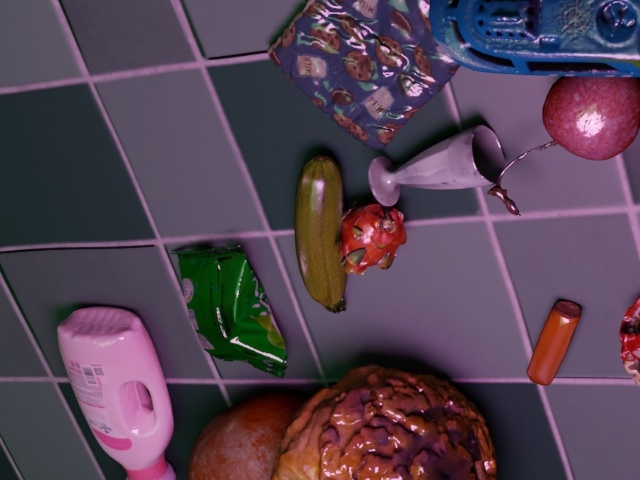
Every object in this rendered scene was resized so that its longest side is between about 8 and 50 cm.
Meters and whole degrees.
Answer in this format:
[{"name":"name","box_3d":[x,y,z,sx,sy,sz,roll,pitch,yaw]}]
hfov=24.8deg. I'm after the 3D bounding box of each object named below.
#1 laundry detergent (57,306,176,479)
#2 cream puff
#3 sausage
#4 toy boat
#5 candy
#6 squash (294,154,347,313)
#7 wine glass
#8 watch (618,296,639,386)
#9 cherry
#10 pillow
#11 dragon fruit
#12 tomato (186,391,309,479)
[{"name":"laundry detergent","box_3d":[-0.291,0.255,2.196,0.159,0.088,0.335,4,126,26]},{"name":"cream puff","box_3d":[0.095,0.332,1.877,0.231,0.343,0.327,-5,142,47]},{"name":"sausage","box_3d":[0.290,0.131,1.817,0.039,0.041,0.131,21,131,7]},{"name":"toy boat","box_3d":[0.246,-0.235,1.499,0.298,0.092,0.134,4,101,23]},{"name":"candy","box_3d":[-0.124,0.099,1.997,0.141,0.078,0.203,-9,113,33]},{"name":"squash","box_3d":[0.000,0.000,1.859,0.066,0.066,0.252,12,129,21]},{"name":"wine glass","box_3d":[0.137,-0.086,1.722,0.155,0.073,0.073,-14,116,39]},{"name":"watch","box_3d":[0.479,0.150,1.705,0.268,0.102,0.165,27,131,-3]},{"name":"cherry","box_3d":[0.278,-0.109,1.605,0.107,0.090,0.225,26,127,-8]},{"name":"pillow","box_3d":[0.065,-0.231,1.677,0.189,0.034,0.255,39,131,-5]},{"name":"dragon fruit","box_3d":[0.061,0.000,1.816,0.086,0.081,0.116,1,136,-11]},{"name":"tomato","box_3d":[-0.065,0.357,2.058,0.270,0.223,0.270,14,132,16]}]
